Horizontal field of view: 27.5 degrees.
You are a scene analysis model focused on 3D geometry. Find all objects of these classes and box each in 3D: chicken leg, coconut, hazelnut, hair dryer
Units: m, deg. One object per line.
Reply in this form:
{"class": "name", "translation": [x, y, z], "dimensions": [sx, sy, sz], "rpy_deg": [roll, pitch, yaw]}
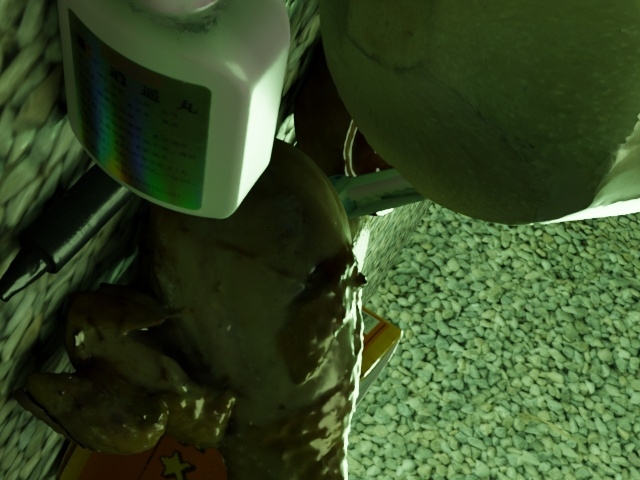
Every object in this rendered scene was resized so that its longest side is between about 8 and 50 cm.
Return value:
{"class": "chicken leg", "translation": [-0.080, 0.129, 1.009], "dimensions": [0.295, 0.410, 0.182], "rpy_deg": [-15, 179, -29]}
{"class": "coconut", "translation": [0.154, -0.171, 1.003], "dimensions": [0.353, 0.352, 0.352], "rpy_deg": [-58, 173, -12]}
{"class": "hazelnut", "translation": [0.060, -0.134, 1.302], "dimensions": [0.202, 0.160, 0.170], "rpy_deg": [-57, 174, 29]}
{"class": "hair dryer", "translation": [-0.122, -0.047, 0.847], "dimensions": [0.255, 0.070, 0.128], "rpy_deg": [-48, 169, -25]}

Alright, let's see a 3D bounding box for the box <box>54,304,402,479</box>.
{"class": "box", "translation": [-0.084, 0.162, 1.305], "dimensions": [0.260, 0.213, 0.283], "rpy_deg": [-58, 172, 9]}

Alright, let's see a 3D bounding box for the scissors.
{"class": "scissors", "translation": [0.004, -0.033, 1.172], "dimensions": [0.256, 0.030, 0.125], "rpy_deg": [-13, -153, 28]}

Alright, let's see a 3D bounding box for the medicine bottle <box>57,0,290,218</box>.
{"class": "medicine bottle", "translation": [-0.076, -0.100, 0.667], "dimensions": [0.078, 0.115, 0.219], "rpy_deg": [-55, 171, -26]}

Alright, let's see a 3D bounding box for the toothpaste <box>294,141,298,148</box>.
{"class": "toothpaste", "translation": [-0.007, -0.123, 1.451], "dimensions": [0.027, 0.019, 0.083], "rpy_deg": [-30, -162, 50]}

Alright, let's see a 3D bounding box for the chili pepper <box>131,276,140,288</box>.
{"class": "chili pepper", "translation": [-0.138, 0.044, 1.123], "dimensions": [0.202, 0.050, 0.052], "rpy_deg": [-56, 130, -17]}

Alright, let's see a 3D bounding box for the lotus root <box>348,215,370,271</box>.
{"class": "lotus root", "translation": [0.000, 0.000, 1.579], "dimensions": [0.214, 0.138, 0.138], "rpy_deg": [-59, 173, -4]}
